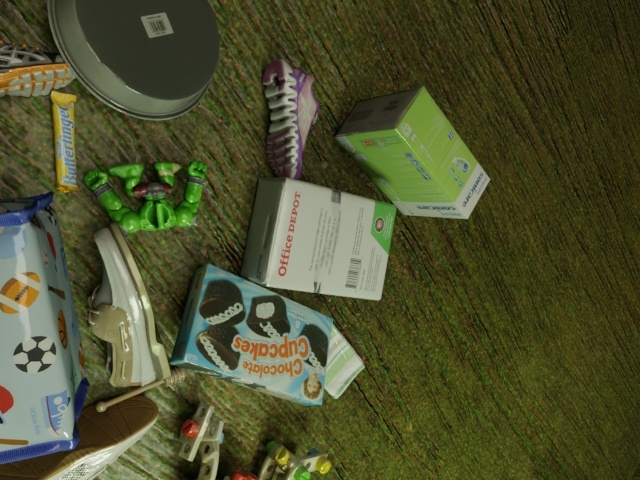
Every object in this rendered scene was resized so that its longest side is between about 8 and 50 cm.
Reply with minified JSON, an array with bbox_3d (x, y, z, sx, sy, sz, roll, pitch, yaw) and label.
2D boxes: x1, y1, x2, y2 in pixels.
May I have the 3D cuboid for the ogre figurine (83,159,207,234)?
[{"bbox_3d":[-0.291,-0.073,0.905,0.197,0.096,0.118,-7,88,-45],"label":"ogre figurine"}]

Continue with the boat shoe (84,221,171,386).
[{"bbox_3d":[-0.332,0.121,0.868,0.103,0.113,0.303,-17,116,-20],"label":"boat shoe"}]

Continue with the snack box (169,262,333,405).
[{"bbox_3d":[-0.119,0.193,1.031,0.321,0.060,0.187,28,57,-33],"label":"snack box"}]

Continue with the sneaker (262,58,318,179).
[{"bbox_3d":[-0.049,-0.238,1.056,0.104,0.095,0.237,-7,98,-41],"label":"sneaker"}]

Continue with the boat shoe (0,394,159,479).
[{"bbox_3d":[-0.404,0.361,0.884,0.277,0.098,0.096,-23,134,-38],"label":"boat shoe"}]

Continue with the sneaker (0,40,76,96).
[{"bbox_3d":[-0.465,-0.261,0.779,0.214,0.084,0.083,-21,88,-37],"label":"sneaker"}]

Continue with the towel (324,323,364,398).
[{"bbox_3d":[0.030,0.275,1.201,0.113,0.023,0.152,-46,117,-22],"label":"towel"}]

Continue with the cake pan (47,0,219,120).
[{"bbox_3d":[-0.284,-0.349,0.863,0.293,0.054,0.294,5,83,-45],"label":"cake pan"}]

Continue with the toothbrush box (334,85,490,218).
[{"bbox_3d":[0.202,-0.181,1.159,0.283,0.206,0.122,44,70,-28],"label":"toothbrush box"}]

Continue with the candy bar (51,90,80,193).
[{"bbox_3d":[-0.414,-0.157,0.853,0.040,0.018,0.162,-8,100,-53],"label":"candy bar"}]

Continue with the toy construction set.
[{"bbox_3d":[-0.146,0.459,1.022,0.327,0.151,0.215,38,81,-28],"label":"toy construction set"}]

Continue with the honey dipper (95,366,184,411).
[{"bbox_3d":[-0.323,0.267,0.944,0.160,0.030,0.031,-15,103,-40],"label":"honey dipper"}]

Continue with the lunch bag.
[{"bbox_3d":[-0.530,0.119,0.672,0.385,0.239,0.328,-10,103,-16],"label":"lunch bag"}]

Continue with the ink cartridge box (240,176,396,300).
[{"bbox_3d":[0.000,0.000,1.091,0.289,0.121,0.211,12,88,-34],"label":"ink cartridge box"}]
